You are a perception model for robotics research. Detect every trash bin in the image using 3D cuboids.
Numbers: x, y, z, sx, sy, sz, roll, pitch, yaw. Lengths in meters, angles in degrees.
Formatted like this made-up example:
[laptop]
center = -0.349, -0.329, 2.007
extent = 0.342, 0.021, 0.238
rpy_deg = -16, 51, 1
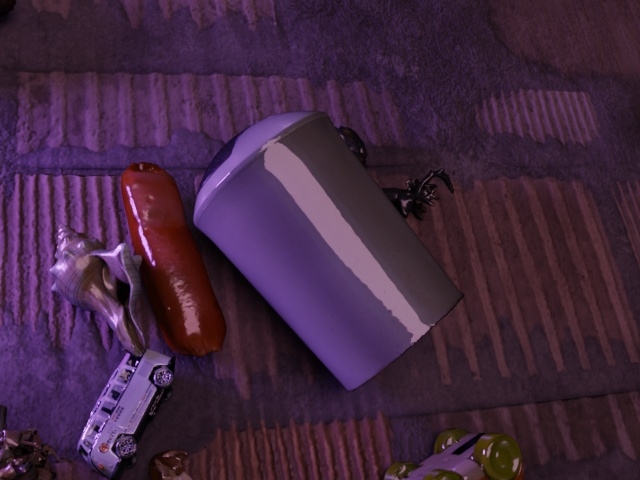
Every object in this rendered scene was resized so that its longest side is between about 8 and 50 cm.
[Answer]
[trash bin]
center = 0.000, 0.000, 1.238
extent = 0.280, 0.280, 0.432
rpy_deg = -37, 85, -30

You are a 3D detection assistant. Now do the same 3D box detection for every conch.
[conch]
center = -0.323, 0.053, 1.172
extent = 0.233, 0.137, 0.114
rpy_deg = 28, 14, 12

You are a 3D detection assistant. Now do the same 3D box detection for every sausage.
[sausage]
center = -0.245, 0.030, 1.238
extent = 0.097, 0.094, 0.349
rpy_deg = -7, 65, -40

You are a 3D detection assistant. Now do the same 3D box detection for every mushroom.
[mushroom]
center = -0.178, 0.378, 1.099
extent = 0.187, 0.061, 0.060
rpy_deg = 47, 47, 14

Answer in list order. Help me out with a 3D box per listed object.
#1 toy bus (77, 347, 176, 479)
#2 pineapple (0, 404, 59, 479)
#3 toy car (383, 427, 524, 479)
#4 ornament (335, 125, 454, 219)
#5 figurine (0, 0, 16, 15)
[toy bus]
center = -0.283, 0.250, 1.122
extent = 0.089, 0.087, 0.194
rpy_deg = 24, 60, 1
[pineapple]
center = -0.389, 0.340, 0.979
extent = 0.262, 0.263, 0.272
rpy_deg = -24, 62, -28
[toy car]
center = 0.230, 0.425, 1.198
extent = 0.235, 0.145, 0.235
rpy_deg = 4, 79, -24
[ornament]
center = 0.133, -0.128, 1.459
extent = 0.236, 0.080, 0.202
rpy_deg = -4, 69, -18
[figurine]
center = -0.661, -0.370, 1.220
extent = 0.218, 0.206, 0.365
rpy_deg = 39, 59, 3
